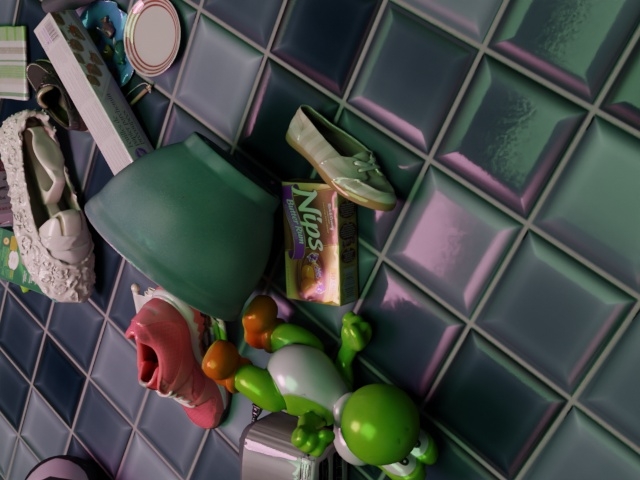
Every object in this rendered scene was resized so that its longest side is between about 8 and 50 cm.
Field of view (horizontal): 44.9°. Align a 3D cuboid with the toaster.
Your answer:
[{"bbox_3d":[-0.043,0.376,1.252,0.146,0.129,0.227,7,102,33],"label":"toaster"}]

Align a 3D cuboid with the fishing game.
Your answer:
[{"bbox_3d":[-0.415,-0.356,1.448,0.189,0.041,0.264,-26,82,36],"label":"fishing game"}]

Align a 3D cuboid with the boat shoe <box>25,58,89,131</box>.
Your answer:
[{"bbox_3d":[-0.521,-0.288,1.521,0.223,0.073,0.080,42,121,23],"label":"boat shoe"}]

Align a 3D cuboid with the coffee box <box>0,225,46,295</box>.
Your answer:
[{"bbox_3d":[-0.612,0.046,1.649,0.184,0.040,0.113,15,101,21],"label":"coffee box"}]

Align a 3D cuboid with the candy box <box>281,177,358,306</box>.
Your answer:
[{"bbox_3d":[0.000,0.000,1.187,0.109,0.053,0.187,7,104,37],"label":"candy box"}]

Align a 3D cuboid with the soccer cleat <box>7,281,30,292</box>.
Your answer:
[{"bbox_3d":[-0.706,0.048,1.745,0.179,0.060,0.072,39,122,23],"label":"soccer cleat"}]

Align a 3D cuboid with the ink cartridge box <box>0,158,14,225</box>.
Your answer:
[{"bbox_3d":[-0.714,-0.104,1.693,0.056,0.099,0.135,-32,80,36],"label":"ink cartridge box"}]

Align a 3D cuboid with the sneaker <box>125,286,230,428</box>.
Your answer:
[{"bbox_3d":[-0.258,0.227,1.340,0.116,0.136,0.314,11,129,34],"label":"sneaker"}]

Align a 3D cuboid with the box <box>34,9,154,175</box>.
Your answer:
[{"bbox_3d":[-0.408,-0.264,1.413,0.067,0.063,0.324,-30,90,38],"label":"box"}]

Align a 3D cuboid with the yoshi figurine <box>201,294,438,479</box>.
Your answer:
[{"bbox_3d":[0.012,0.217,1.131,0.362,0.203,0.204,30,106,18],"label":"yoshi figurine"}]

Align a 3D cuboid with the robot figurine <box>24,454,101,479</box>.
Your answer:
[{"bbox_3d":[-0.544,0.550,1.604,0.209,0.278,0.173,-44,103,-3],"label":"robot figurine"}]

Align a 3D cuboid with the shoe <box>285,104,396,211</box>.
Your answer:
[{"bbox_3d":[0.031,-0.120,1.123,0.219,0.076,0.058,42,127,26],"label":"shoe"}]

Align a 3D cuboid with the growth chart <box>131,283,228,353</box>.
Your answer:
[{"bbox_3d":[-0.252,0.164,1.404,0.237,0.021,0.172,16,131,29],"label":"growth chart"}]

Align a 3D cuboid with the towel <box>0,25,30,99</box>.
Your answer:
[{"bbox_3d":[-0.652,-0.377,1.643,0.113,0.023,0.152,11,104,34],"label":"towel"}]

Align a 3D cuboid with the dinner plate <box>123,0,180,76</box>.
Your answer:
[{"bbox_3d":[-0.293,-0.359,1.360,0.141,0.017,0.141,5,98,33],"label":"dinner plate"}]

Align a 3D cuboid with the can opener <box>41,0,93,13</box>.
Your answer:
[{"bbox_3d":[-0.401,-0.480,1.364,0.283,0.095,0.076,-13,77,27],"label":"can opener"}]

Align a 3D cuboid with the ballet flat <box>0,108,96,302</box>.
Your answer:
[{"bbox_3d":[-0.536,-0.073,1.527,0.147,0.147,0.409,-23,85,39],"label":"ballet flat"}]

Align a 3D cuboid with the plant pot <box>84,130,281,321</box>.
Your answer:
[{"bbox_3d":[-0.186,-0.043,1.204,0.293,0.293,0.196,41,95,25],"label":"plant pot"}]
